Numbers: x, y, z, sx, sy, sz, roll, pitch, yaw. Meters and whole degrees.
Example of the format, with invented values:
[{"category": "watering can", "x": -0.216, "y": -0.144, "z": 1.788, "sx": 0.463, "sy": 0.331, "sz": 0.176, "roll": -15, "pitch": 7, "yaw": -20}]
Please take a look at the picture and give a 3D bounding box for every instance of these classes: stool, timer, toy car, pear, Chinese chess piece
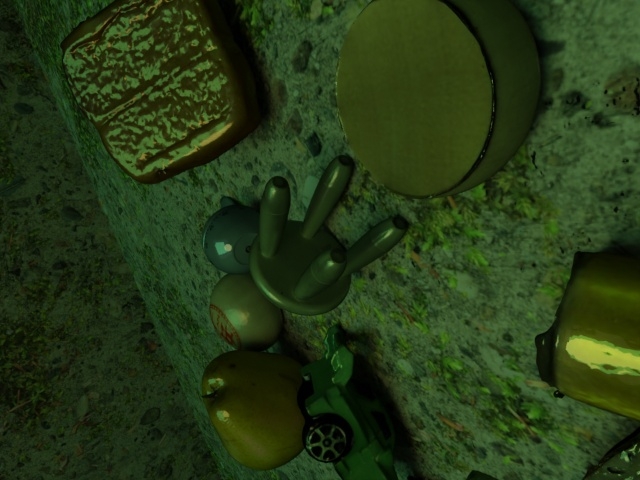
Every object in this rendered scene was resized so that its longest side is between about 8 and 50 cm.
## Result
[{"category": "stool", "x": 0.000, "y": 0.000, "z": 0.718, "sx": 0.195, "sy": 0.195, "sz": 0.199, "roll": 53, "pitch": 140, "yaw": 14}, {"category": "timer", "x": -0.197, "y": -0.008, "z": 1.023, "sx": 0.255, "sy": 0.175, "sz": 0.176, "roll": -147, "pitch": 36, "yaw": -76}, {"category": "toy car", "x": 0.063, "y": 0.382, "z": 0.897, "sx": 0.359, "sy": 0.176, "sz": 0.213, "roll": 58, "pitch": 177, "yaw": -6}, {"category": "pear", "x": -0.157, "y": 0.408, "z": 1.074, "sx": 0.336, "sy": 0.285, "sz": 0.284, "roll": 31, "pitch": 150, "yaw": -19}, {"category": "Chinese chess piece", "x": 0.126, "y": -0.174, "z": 0.516, "sx": 0.249, "sy": 0.103, "sz": 0.250, "roll": 32, "pitch": 135, "yaw": 37}]

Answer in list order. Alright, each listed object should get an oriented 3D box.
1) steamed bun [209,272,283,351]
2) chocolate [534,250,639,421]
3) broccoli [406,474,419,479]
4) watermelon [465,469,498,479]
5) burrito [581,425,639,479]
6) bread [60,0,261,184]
[{"category": "steamed bun", "x": -0.215, "y": 0.200, "z": 1.155, "sx": 0.231, "sy": 0.145, "sz": 0.232, "roll": 30, "pitch": 133, "yaw": 38}, {"category": "chocolate", "x": 0.409, "y": 0.126, "z": 0.303, "sx": 0.445, "sy": 0.162, "sz": 0.162, "roll": 14, "pitch": 123, "yaw": 45}, {"category": "broccoli", "x": 0.206, "y": 0.579, "z": 0.895, "sx": 0.146, "sy": 0.137, "sz": 0.162, "roll": 124, "pitch": 153, "yaw": -59}, {"category": "watermelon", "x": 0.310, "y": 0.483, "z": 0.769, "sx": 0.158, "sy": 0.121, "sz": 0.098, "roll": 27, "pitch": 177, "yaw": -28}, {"category": "burrito", "x": 0.402, "y": 0.341, "z": 0.501, "sx": 0.175, "sy": 0.107, "sz": 0.348, "roll": -29, "pitch": 91, "yaw": 55}, {"category": "bread", "x": -0.292, "y": -0.298, "z": 0.839, "sx": 0.336, "sy": 0.148, "sz": 0.328, "roll": -27, "pitch": 99, "yaw": 17}]
